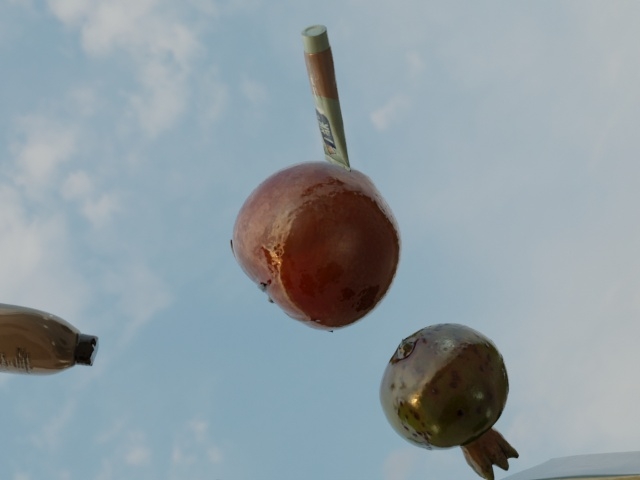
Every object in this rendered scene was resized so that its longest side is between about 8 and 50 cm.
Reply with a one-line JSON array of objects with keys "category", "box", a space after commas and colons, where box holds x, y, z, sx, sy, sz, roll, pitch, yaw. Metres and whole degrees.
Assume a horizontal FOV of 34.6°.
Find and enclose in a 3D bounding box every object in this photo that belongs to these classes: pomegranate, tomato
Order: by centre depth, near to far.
[{"category": "pomegranate", "box": [0.162, 0.195, 1.236, 0.159, 0.159, 0.205, -37, -83, -23]}, {"category": "tomato", "box": [0.000, 0.000, 1.578, 0.264, 0.265, 0.265, -24, -52, -34]}]

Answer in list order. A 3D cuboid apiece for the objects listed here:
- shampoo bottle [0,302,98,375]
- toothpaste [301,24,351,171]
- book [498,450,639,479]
[{"category": "shampoo bottle", "box": [-0.425, 0.131, 1.372, 0.078, 0.256, 0.127, -81, 2, -46]}, {"category": "toothpaste", "box": [0.008, -0.184, 1.356, 0.036, 0.056, 0.205, -30, -50, -23]}, {"category": "book", "box": [0.456, 0.383, 1.704, 0.379, 0.264, 0.031, 10, -109, -62]}]
